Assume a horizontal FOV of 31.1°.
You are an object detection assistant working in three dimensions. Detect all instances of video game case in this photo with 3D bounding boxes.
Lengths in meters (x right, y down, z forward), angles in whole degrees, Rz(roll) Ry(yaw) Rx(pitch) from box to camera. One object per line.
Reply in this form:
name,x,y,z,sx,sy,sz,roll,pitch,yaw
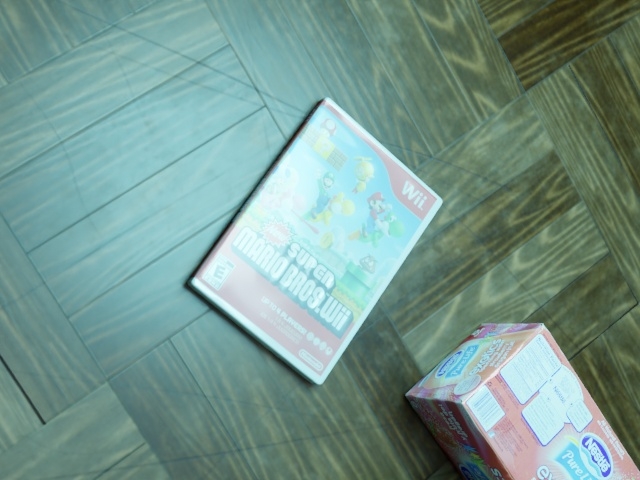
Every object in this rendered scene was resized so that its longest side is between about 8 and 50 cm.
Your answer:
video game case,0.000,0.000,1.383,0.204,0.025,0.285,40,72,-17

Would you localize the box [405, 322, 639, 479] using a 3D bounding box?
box,0.265,0.262,1.422,0.154,0.142,0.300,-40,103,-21
